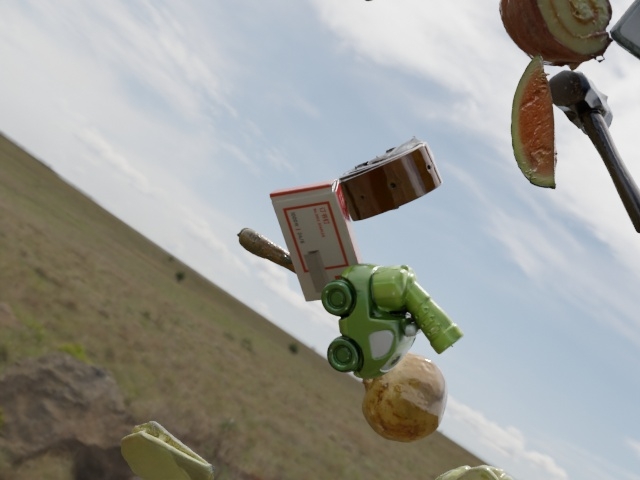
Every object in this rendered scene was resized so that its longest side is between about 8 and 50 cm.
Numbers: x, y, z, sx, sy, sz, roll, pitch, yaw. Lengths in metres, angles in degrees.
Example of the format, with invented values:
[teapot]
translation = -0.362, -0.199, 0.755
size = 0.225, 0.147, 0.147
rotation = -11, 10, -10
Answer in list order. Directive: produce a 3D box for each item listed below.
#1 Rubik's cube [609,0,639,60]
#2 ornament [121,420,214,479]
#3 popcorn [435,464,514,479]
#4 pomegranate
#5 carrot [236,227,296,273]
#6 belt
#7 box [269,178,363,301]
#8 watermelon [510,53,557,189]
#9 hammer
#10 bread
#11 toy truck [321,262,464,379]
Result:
[Rubik's cube]
translation = 0.754, -0.338, 1.383
size = 0.362, 0.363, 0.359
rotation = 9, 32, -44
[ornament]
translation = -0.245, 0.402, 1.465
size = 0.180, 0.059, 0.201
rotation = -23, -82, 38
[popcorn]
translation = 0.304, 0.628, 1.769
size = 0.292, 0.334, 0.293
rotation = 36, -18, 23
[pomegranate]
translation = 0.213, 0.401, 2.213
size = 0.248, 0.248, 0.248
rotation = 33, -8, 5
[carrot]
translation = -0.067, 0.048, 1.818
size = 0.254, 0.049, 0.049
rotation = 31, -7, -5
[belt]
translation = 0.132, -0.118, 1.658
size = 0.105, 0.184, 0.261
rotation = 63, -14, -5
[box]
translation = 0.000, 0.000, 1.511
size = 0.123, 0.050, 0.229
rotation = -9, -60, 15
[watermelon]
translation = 0.387, -0.198, 1.507
size = 0.063, 0.245, 0.119
rotation = 1, -12, -13
[hammer]
translation = 0.656, -0.191, 1.919
size = 0.242, 0.095, 0.409
rotation = 20, 44, -53
[bread]
translation = 0.482, -0.458, 1.733
size = 0.244, 0.190, 0.123
rotation = 55, -8, -12
[toy truck]
translation = 0.109, 0.118, 1.400
size = 0.148, 0.210, 0.187
rotation = -6, 73, -63
